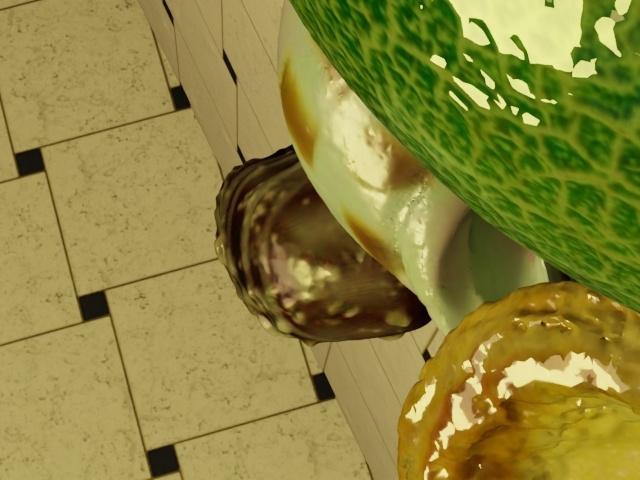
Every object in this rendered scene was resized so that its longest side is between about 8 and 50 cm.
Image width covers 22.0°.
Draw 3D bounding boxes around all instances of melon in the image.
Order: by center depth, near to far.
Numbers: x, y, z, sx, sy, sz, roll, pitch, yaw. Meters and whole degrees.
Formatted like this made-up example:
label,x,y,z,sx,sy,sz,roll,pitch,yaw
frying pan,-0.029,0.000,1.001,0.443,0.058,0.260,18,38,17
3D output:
label,x,y,z,sx,sy,sz,roll,pitch,yaw
melon,0.102,-0.093,0.554,0.343,0.226,0.331,21,-177,23

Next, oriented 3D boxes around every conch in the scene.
label,x,y,z,sx,sy,sz,roll,pitch,yaw
conch,0.102,-0.105,0.874,0.197,0.249,0.368,-121,34,-80

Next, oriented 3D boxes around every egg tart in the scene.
label,x,y,z,sx,sy,sz,roll,pitch,yaw
egg tart,0.168,0.135,0.737,0.294,0.123,0.294,23,130,31

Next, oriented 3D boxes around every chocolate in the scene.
label,x,y,z,sx,sy,sz,roll,pitch,yaw
chocolate,0.000,0.000,1.718,0.340,0.210,0.225,-141,31,-71
